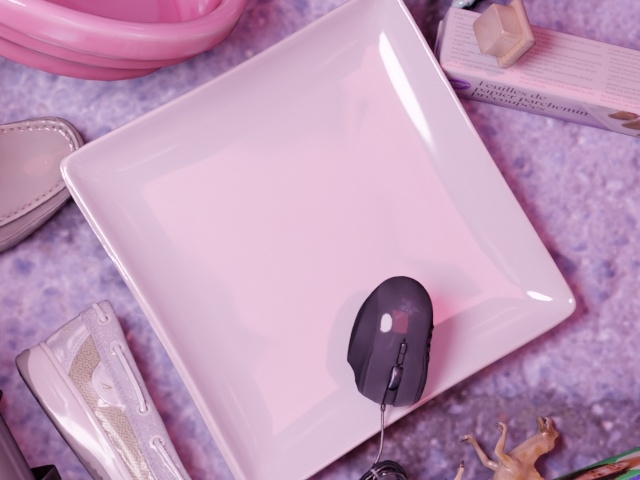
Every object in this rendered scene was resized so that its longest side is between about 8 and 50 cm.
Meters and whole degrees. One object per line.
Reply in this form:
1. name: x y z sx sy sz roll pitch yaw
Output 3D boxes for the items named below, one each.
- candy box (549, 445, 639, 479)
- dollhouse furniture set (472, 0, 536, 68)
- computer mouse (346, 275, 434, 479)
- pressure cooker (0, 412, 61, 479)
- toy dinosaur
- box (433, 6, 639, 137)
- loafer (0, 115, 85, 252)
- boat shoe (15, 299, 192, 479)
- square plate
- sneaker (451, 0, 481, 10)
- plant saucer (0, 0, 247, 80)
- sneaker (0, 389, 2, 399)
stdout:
1. candy box: 0.195 0.350 1.559 0.317 0.122 0.268 -19 90 -13
2. dollhouse furniture set: 0.254 -0.372 1.666 0.173 0.303 0.356 6 58 -34
3. computer mouse: 0.055 0.150 1.597 0.071 0.041 0.242 7 88 -14
4. pressure cooker: -0.390 0.225 1.364 0.370 0.375 0.420 -28 99 -3
5. toy dinosaur: 0.154 0.227 1.633 0.092 0.053 0.183 24 75 -4
6. box: 0.263 -0.142 1.730 0.324 0.063 0.067 12 74 -6
7. loafer: -0.344 -0.023 1.586 0.319 0.111 0.112 -27 82 -13
8. boat shoe: -0.127 0.197 1.568 0.103 0.118 0.320 -38 78 -10
9. square plate: 0.000 0.000 1.648 0.347 0.049 0.344 -30 90 -14
10. sneaker: 0.138 -0.261 1.755 0.069 0.038 0.098 43 65 4
11. plant saucer: -0.227 -0.241 1.595 0.332 0.084 0.332 19 32 -13
12. sneaker: -0.344 0.127 1.580 0.152 0.058 0.085 16 72 -1
